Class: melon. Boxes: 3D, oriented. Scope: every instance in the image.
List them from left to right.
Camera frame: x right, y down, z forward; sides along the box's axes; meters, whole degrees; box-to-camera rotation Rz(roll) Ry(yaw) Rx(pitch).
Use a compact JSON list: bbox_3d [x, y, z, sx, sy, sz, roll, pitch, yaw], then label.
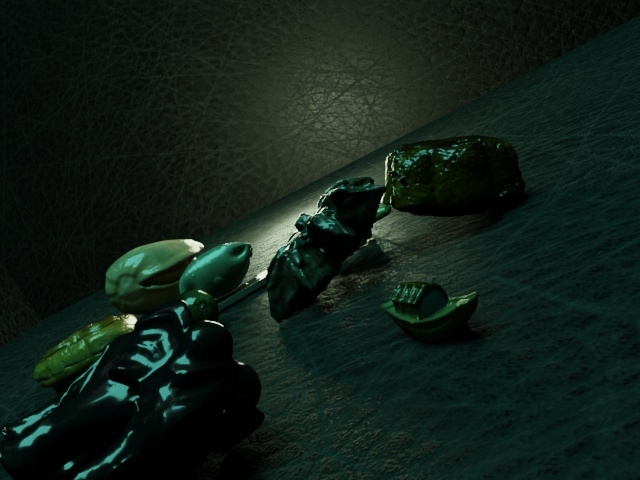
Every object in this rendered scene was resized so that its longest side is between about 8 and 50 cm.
[{"bbox_3d":[-0.267,0.154,1.447,0.099,0.099,0.162,-34,4,-30],"label":"melon"}]

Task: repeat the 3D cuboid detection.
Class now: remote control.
[{"bbox_3d":[-0.188,0.123,1.614,0.245,0.022,0.077,-30,7,-13],"label":"remote control"}]

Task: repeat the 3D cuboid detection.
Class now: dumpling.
[{"bbox_3d":[-0.237,0.090,1.626,0.217,0.149,0.105,-38,50,-18],"label":"dumpling"}]

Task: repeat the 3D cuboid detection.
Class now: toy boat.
[{"bbox_3d":[0.128,0.078,0.817,0.065,0.066,0.172,-29,10,-22],"label":"toy boat"}]

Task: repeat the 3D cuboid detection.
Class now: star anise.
[{"bbox_3d":[-0.001,0.002,1.270,0.331,0.118,0.331,-51,3,3],"label":"star anise"}]

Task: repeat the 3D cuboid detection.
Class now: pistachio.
[{"bbox_3d":[-0.469,0.100,2.027,0.318,0.193,0.214,-23,15,-40],"label":"pistachio"}]

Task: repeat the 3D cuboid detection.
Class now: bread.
[{"bbox_3d":[-0.507,0.254,1.538,0.236,0.120,0.198,-28,8,6],"label":"bread"},{"bbox_3d":[0.224,-0.106,1.220,0.232,0.135,0.247,-19,17,-39],"label":"bread"}]

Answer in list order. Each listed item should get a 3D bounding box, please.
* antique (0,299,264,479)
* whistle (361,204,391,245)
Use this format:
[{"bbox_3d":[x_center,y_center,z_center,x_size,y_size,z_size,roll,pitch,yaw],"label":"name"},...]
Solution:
[{"bbox_3d":[-0.211,0.200,0.795,0.255,0.185,0.322,-33,7,-20],"label":"antique"},{"bbox_3d":[0.056,-0.024,1.494,0.228,0.085,0.105,-24,11,32],"label":"whistle"}]
